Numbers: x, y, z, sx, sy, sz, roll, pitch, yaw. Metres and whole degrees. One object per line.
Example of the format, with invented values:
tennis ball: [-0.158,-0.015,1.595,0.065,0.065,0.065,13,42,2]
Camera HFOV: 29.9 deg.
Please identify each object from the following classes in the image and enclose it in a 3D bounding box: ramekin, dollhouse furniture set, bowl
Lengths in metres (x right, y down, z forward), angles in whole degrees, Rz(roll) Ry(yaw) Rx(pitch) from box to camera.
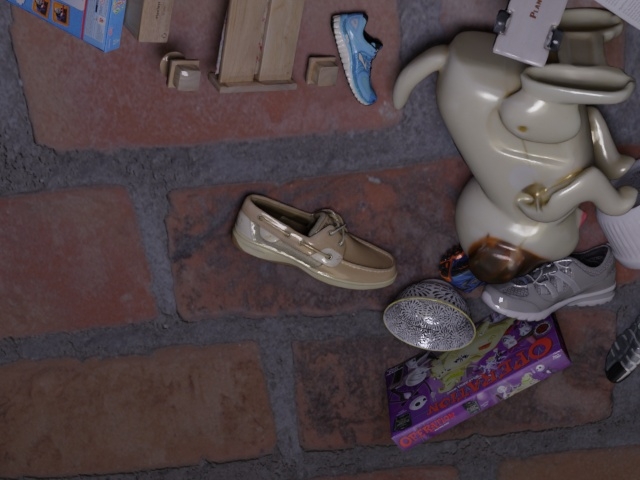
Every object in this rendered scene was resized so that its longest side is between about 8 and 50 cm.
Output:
ramekin: [0.563,-0.059,2.022,0.207,0.207,0.109,-34,109,18]
dollhouse furniture set: [-0.136,-0.402,1.850,0.355,0.174,0.303,-6,124,-30]
bowl: [0.203,0.122,2.172,0.170,0.080,0.170,11,145,7]

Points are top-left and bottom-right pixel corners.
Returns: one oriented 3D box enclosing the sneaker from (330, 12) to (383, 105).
sneaker: [0.069,-0.291,1.925,0.073,0.063,0.162,-16,122,3]

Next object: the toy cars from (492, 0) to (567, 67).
toy cars: [0.279,-0.445,1.759,0.176,0.087,0.394,-21,92,2]

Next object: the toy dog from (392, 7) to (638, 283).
toy dog: [0.320,-0.121,1.923,0.395,0.285,0.408,-4,125,0]

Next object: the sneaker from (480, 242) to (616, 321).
sneaker: [0.404,0.062,2.127,0.281,0.105,0.115,-11,120,-28]

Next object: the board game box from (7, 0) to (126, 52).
board game box: [-0.378,-0.395,1.781,0.211,0.039,0.160,28,123,20]

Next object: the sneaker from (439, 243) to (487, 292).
sneaker: [0.324,0.027,2.143,0.221,0.083,0.087,-22,137,14]

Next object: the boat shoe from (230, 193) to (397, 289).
boat shoe: [0.000,0.000,2.083,0.302,0.109,0.098,18,121,-8]

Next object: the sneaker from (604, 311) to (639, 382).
sneaker: [0.643,0.193,2.255,0.132,0.086,0.229,19,119,-17]

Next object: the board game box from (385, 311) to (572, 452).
board game box: [0.279,0.233,2.186,0.346,0.208,0.056,-30,120,15]

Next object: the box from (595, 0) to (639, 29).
box: [0.459,-0.407,1.830,0.170,0.130,0.091,28,118,-18]
